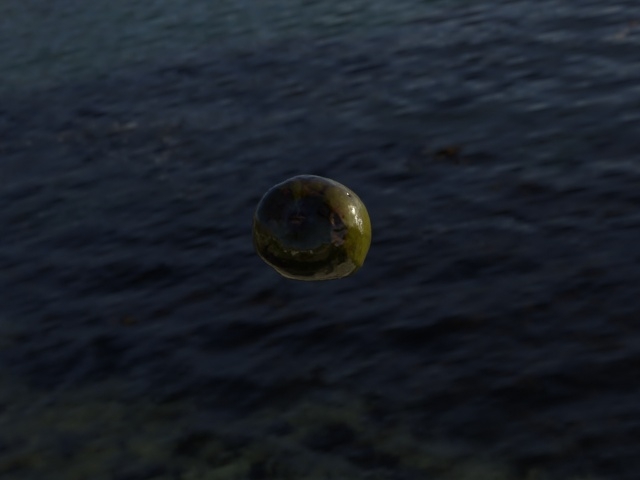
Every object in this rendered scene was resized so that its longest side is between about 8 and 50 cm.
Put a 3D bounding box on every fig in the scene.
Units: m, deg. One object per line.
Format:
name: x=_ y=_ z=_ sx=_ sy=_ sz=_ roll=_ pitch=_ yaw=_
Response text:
fig: x=-0.005 y=-0.017 z=1.652 sx=0.133 sy=0.126 sz=0.185 roll=-14 pitch=7 yaw=10
